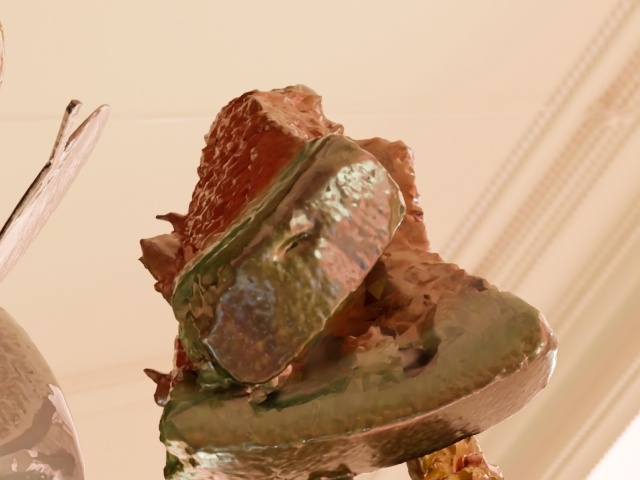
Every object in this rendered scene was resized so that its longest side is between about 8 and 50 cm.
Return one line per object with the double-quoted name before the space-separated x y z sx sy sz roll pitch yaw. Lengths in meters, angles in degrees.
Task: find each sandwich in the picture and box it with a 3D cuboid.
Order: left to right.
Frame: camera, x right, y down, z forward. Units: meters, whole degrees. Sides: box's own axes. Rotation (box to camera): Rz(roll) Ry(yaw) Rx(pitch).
"sandwich" 0.000 0.000 1.194 0.301 0.250 0.162 -110 -165 -45

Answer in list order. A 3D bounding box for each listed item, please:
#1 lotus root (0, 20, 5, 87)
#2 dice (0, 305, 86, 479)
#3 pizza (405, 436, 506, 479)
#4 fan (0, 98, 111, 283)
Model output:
"lotus root" -0.299 -0.079 1.362 0.110 0.097 0.258 17 -118 4
"dice" -0.279 0.154 1.282 0.194 0.193 0.192 48 -41 36
"pizza" 0.129 0.253 1.269 0.081 0.229 0.289 -20 -89 13
"fan" -0.223 -0.058 1.645 0.012 0.223 0.294 34 -55 0
